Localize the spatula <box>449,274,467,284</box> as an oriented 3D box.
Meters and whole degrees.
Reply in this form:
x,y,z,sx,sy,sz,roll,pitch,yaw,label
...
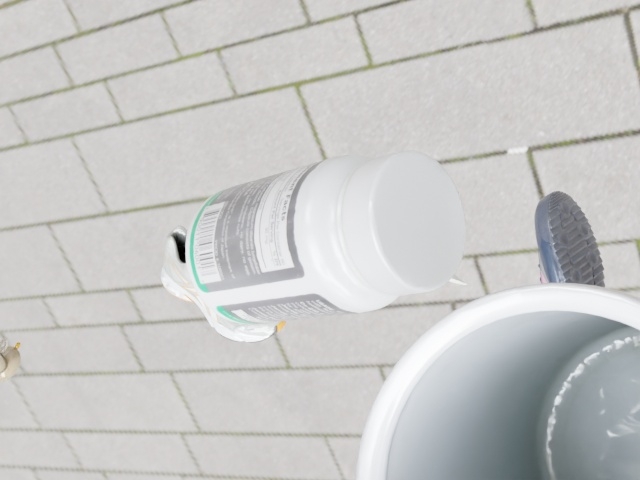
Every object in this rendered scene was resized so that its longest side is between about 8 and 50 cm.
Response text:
x,y,z,sx,sy,sz,roll,pitch,yaw,label
0.168,0.038,1.834,0.168,0.019,0.242,22,177,-25,spatula

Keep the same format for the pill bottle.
x,y,z,sx,sy,sz,roll,pitch,yaw,label
0.000,0.000,1.229,0.361,0.204,0.204,-10,117,47,pill bottle

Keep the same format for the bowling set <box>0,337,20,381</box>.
x,y,z,sx,sy,sz,roll,pitch,yaw,label
-0.518,0.222,1.171,0.199,0.287,0.154,27,174,6,bowling set

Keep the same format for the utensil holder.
x,y,z,sx,sy,sz,roll,pitch,yaw,label
0.267,0.212,0.819,0.327,0.385,0.328,-5,81,33,utensil holder

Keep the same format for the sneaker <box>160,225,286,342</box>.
x,y,z,sx,sy,sz,roll,pitch,yaw,label
-0.168,0.068,1.527,0.262,0.099,0.121,28,139,26,sneaker

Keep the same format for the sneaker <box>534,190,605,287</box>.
x,y,z,sx,sy,sz,roll,pitch,yaw,label
0.352,0.091,1.376,0.131,0.112,0.319,-16,88,51,sneaker
